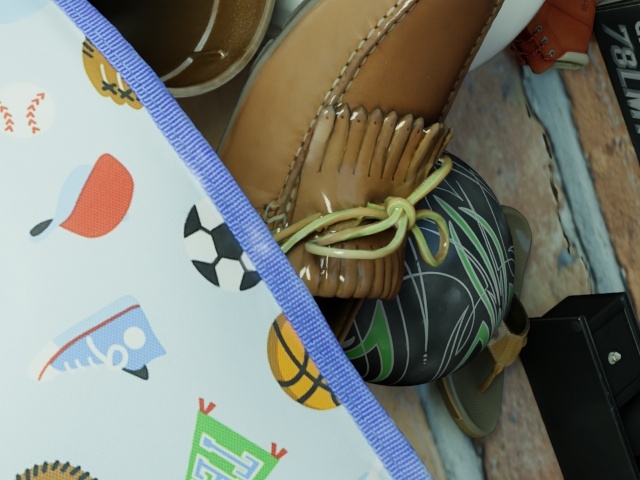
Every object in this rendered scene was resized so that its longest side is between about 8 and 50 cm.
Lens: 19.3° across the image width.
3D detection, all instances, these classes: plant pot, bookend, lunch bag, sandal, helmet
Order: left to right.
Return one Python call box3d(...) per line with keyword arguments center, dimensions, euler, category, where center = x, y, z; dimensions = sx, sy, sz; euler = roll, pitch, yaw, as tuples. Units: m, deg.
box3d(center=(-0.188, 0.069, 0.897), dimensions=(0.328, 0.239, 0.385), euler=(-36, 96, -23), category="lunch bag")
box3d(center=(-0.141, -0.154, 1.073), dimensions=(0.167, 0.165, 0.167), euler=(5, 83, -44), category="plant pot")
box3d(center=(0.048, 0.014, 1.236), dimensions=(0.169, 0.161, 0.169), euler=(5, 82, -43), category="helmet")
box3d(center=(0.129, 0.056, 1.386), dimensions=(0.072, 0.049, 0.180), euler=(31, 65, -37), category="sandal")
box3d(center=(0.241, 0.099, 1.472), dimensions=(0.157, 0.072, 0.156), euler=(-32, 107, -41), category="bookend")

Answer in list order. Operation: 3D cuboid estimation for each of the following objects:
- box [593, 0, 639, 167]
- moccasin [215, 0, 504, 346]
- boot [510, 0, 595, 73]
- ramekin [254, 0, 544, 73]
box3d(center=(0.376, -0.122, 1.623), dimensions=(0.293, 0.073, 0.296), euler=(-34, 109, -39), category="box")
box3d(center=(-0.002, -0.001, 1.078), dimensions=(0.139, 0.147, 0.380), euler=(16, 111, -53), category="moccasin")
box3d(center=(0.157, -0.171, 1.431), dimensions=(0.158, 0.059, 0.085), euler=(4, 88, -44), category="boot")
box3d(center=(0.043, -0.230, 1.207), dimensions=(0.277, 0.135, 0.277), euler=(-18, 121, -33), category="ramekin")
